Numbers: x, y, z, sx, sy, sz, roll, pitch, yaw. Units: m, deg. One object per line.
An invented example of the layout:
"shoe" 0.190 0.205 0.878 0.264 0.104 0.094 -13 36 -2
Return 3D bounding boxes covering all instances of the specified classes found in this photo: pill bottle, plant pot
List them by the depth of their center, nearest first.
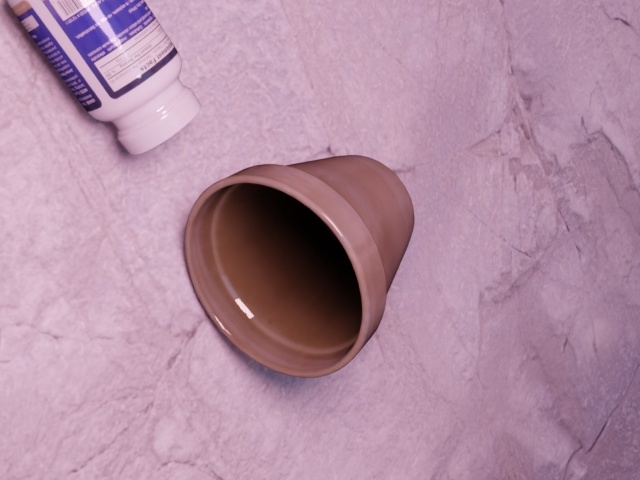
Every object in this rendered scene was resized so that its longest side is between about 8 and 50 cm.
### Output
"pill bottle" -0.285 -0.258 1.139 0.153 0.153 0.264 -45 116 -27
"plant pot" 0.000 0.000 1.292 0.280 0.323 0.323 -40 114 -47
